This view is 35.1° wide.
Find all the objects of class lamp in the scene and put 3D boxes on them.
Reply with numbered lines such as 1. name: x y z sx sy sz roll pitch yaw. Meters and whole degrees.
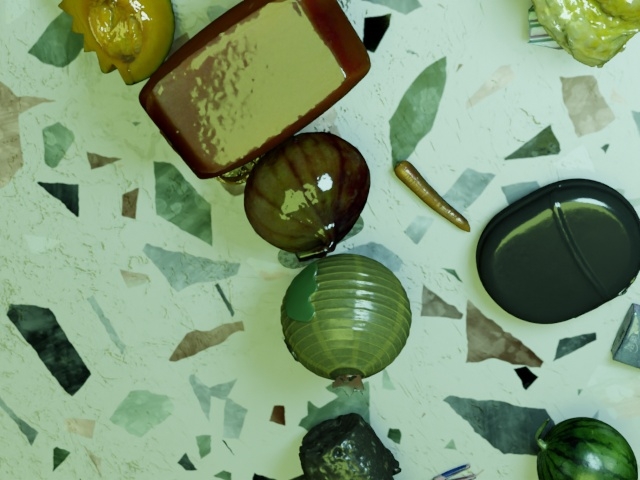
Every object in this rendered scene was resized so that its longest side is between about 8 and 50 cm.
1. lamp: 0.050 0.165 1.870 0.250 0.284 0.250 -2 146 -1

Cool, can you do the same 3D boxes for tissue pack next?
1. tissue pack: 0.637 0.194 1.892 0.156 0.051 0.112 19 112 3

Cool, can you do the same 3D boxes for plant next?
1. plant: 0.086 0.522 2.057 0.181 0.194 0.321 -25 103 23

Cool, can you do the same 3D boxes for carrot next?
1. carrot: 0.209 -0.078 1.874 0.190 0.037 0.037 42 113 -12

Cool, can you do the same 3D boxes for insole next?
1. insole: 0.000 0.000 1.959 0.193 0.006 0.065 -31 103 20

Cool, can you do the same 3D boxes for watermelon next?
1. watermelon: 0.498 0.431 1.940 0.214 0.188 0.188 22 115 -5

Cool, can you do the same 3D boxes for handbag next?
1. handbag: 0.435 0.027 1.838 0.308 0.093 0.254 -31 103 21

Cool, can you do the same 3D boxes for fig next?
1. fig: -0.016 -0.077 1.811 0.214 0.235 0.235 29 119 33

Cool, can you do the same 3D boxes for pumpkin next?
1. pumpkin: -0.364 -0.412 1.826 0.130 0.149 0.254 -5 115 56

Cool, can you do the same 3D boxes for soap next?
1. soap: 0.419 -0.374 1.696 0.149 0.056 0.100 -5 108 12

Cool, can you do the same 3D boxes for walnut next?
1. walnut: -0.152 -0.157 1.899 0.121 0.052 0.091 -27 103 16

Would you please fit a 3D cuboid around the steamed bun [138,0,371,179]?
1. steamed bun: -0.105 -0.283 1.731 0.379 0.248 0.235 -32 100 19

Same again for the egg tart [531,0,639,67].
1. egg tart: 0.457 -0.468 1.544 0.351 0.153 0.340 -39 109 -7

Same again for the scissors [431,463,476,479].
1. scissors: 0.267 0.496 2.108 0.113 0.012 0.039 -22 106 19
